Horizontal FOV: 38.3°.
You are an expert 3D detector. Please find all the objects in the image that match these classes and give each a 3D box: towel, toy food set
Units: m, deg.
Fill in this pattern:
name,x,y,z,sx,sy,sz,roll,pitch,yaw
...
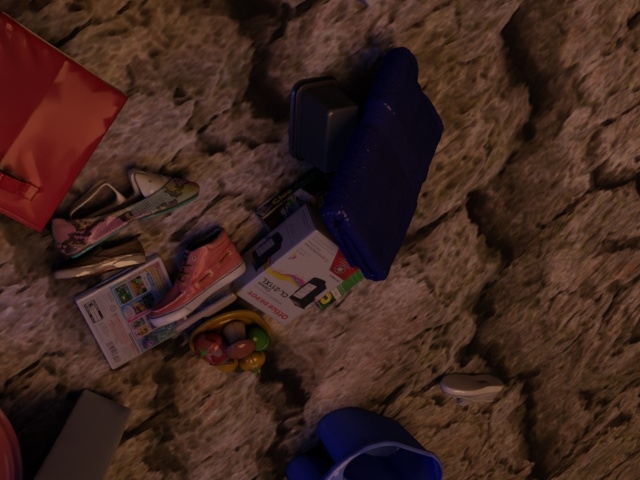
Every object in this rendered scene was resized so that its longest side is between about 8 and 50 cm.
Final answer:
name,x,y,z,sx,sy,sz,roll,pitch,yaw
towel,0.092,-0.115,1.428,0.228,0.076,0.308,54,52,-52
toy food set,-0.145,0.178,1.519,0.128,0.071,0.218,-27,150,4

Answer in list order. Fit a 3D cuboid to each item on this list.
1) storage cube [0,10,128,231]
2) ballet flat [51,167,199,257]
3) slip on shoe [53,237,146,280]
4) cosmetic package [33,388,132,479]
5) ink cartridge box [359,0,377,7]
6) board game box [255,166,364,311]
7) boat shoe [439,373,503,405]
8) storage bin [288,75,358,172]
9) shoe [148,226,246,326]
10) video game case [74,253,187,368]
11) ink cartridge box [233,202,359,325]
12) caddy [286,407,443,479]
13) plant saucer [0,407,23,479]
name,x,y,z,sx,sy,sz,roll,pitch,yaw
storage cube,-0.381,-0.158,1.081,0.183,0.215,0.193,33,91,-43
ballet flat,-0.280,-0.054,1.318,0.221,0.077,0.079,-27,112,-17
slip on shoe,-0.326,0.028,1.357,0.135,0.051,0.041,-13,86,-18
cosmetic package,-0.424,0.456,1.407,0.097,0.284,0.377,25,106,-9
ink cartridge box,0.059,-0.424,1.304,0.109,0.063,0.150,-46,134,0
board game box,0.000,0.000,1.571,0.136,0.030,0.260,-39,133,-9
boat shoe,0.320,0.327,1.992,0.184,0.066,0.063,2,117,-46
storage bin,0.016,-0.173,1.423,0.098,0.091,0.135,-14,127,-27
shoe,-0.204,0.054,1.432,0.178,0.063,0.081,-35,115,-21
video game case,-0.292,0.113,1.450,0.143,0.019,0.157,-29,131,-16
ink cartridge box,-0.041,0.043,1.501,0.175,0.072,0.127,-39,131,17
caddy,0.100,0.488,1.862,0.341,0.179,0.241,27,103,-43
plant saucer,-0.570,0.333,1.241,0.332,0.084,0.332,3,82,-24
